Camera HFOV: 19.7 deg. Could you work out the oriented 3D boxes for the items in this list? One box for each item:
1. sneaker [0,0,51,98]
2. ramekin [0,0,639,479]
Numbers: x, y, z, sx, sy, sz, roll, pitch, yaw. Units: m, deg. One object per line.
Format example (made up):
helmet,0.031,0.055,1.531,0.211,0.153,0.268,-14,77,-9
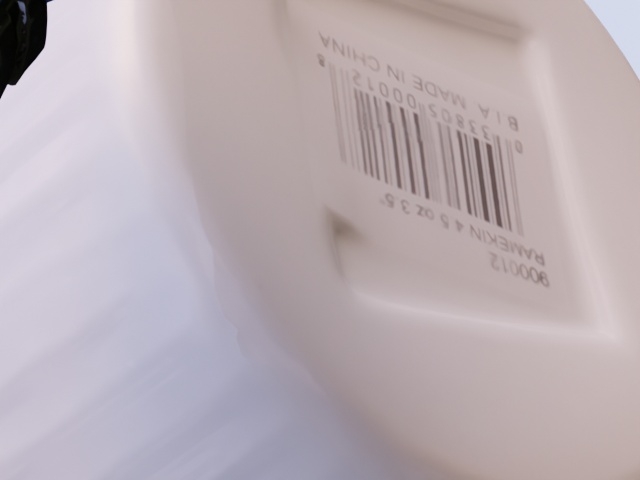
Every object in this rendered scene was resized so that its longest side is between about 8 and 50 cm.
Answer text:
sneaker,-0.080,-0.094,0.360,0.221,0.087,0.083,-55,-18,-13
ramekin,0.000,0.000,0.590,0.277,0.135,0.277,25,-133,-31
